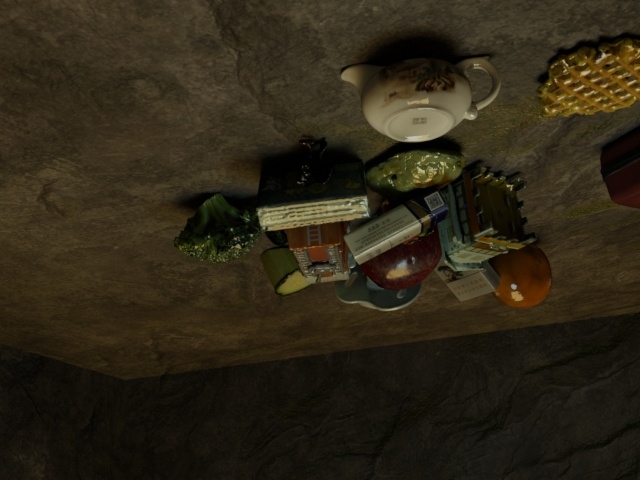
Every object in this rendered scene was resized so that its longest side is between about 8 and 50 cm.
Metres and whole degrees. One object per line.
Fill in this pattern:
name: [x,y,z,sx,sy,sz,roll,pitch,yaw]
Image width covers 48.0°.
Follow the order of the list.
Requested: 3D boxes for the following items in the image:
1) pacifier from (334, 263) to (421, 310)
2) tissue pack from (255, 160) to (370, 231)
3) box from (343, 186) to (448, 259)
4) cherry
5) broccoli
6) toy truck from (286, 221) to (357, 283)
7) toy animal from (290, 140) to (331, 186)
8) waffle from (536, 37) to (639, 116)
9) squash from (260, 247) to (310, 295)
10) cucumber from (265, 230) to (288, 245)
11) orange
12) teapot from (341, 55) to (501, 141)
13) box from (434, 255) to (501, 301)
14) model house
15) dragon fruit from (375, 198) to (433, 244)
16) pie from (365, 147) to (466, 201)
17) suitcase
pacifier: [0.185,0.106,2.360,0.300,0.244,0.233,10,136,28]
tissue pack: [-0.018,-0.110,1.687,0.257,0.185,0.081,-7,120,4]
box: [0.188,-0.034,1.774,0.259,0.071,0.168,-29,170,2]
cherry: [0.237,0.036,2.118,0.300,0.202,0.230,-29,151,19]
broccoli: [-0.252,-0.029,1.863,0.176,0.198,0.226,38,112,-15]
toy truck: [0.000,0.000,1.940,0.174,0.206,0.387,-7,160,5]
toy animal: [-0.021,-0.174,1.620,0.062,0.107,0.220,2,-170,-23]
waffle: [0.564,-0.321,1.441,0.254,0.052,0.245,-5,159,1]
squash: [-0.070,0.079,2.331,0.220,0.133,0.220,-19,158,-8]
cucumber: [-0.134,-0.039,2.029,0.058,0.052,0.214,-26,159,-3]
orange: [0.649,0.112,2.373,0.240,0.240,0.171,9,161,-33]
teapot: [0.191,-0.274,1.354,0.298,0.139,0.204,-2,158,-3]
box: [0.441,0.078,2.281,0.149,0.067,0.233,-27,110,43]
model house: [0.412,-0.054,1.873,0.199,0.224,0.215,8,155,-34]
dragon fruit: [0.207,-0.058,1.965,0.236,0.135,0.137,0,175,45]
pie: [0.236,-0.159,1.740,0.201,0.089,0.248,8,159,-37]
suitcase: [0.860,-0.175,1.749,0.297,0.161,0.236,7,155,-27]
